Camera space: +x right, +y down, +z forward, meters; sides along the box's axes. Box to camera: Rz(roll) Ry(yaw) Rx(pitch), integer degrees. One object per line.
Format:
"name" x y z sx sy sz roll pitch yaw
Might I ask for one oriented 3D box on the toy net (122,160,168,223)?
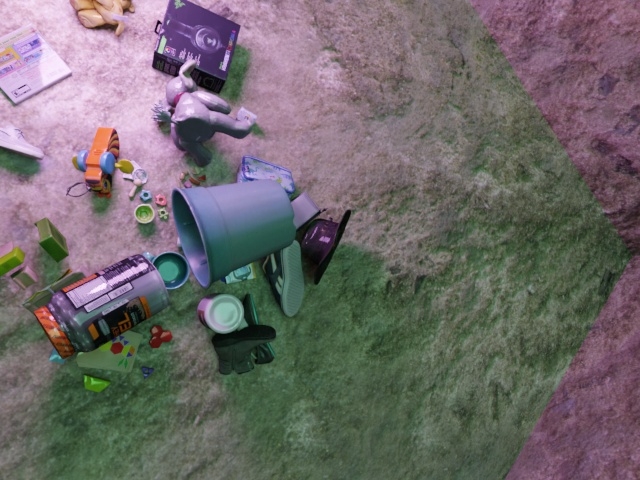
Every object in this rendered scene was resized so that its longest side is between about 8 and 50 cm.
"toy net" -0.623 -0.178 1.552 0.122 0.045 0.232 -17 92 -25

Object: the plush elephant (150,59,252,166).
"plush elephant" -0.457 -0.470 1.557 0.330 0.271 0.255 22 45 -46

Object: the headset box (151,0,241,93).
"headset box" -0.473 -0.734 1.633 0.283 0.131 0.246 17 77 -22

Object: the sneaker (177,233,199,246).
"sneaker" -0.473 -0.047 1.600 0.084 0.058 0.152 8 85 -18

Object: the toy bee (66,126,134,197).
"toy bee" -0.749 -0.228 1.462 0.195 0.162 0.298 23 59 10

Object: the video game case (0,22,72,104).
"video game case" -0.980 -0.584 1.440 0.212 0.023 0.193 -43 103 -22

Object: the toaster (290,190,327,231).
"toaster" -0.098 -0.100 1.722 0.185 0.168 0.110 -40 101 -22

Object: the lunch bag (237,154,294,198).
"lunch bag" -0.214 -0.239 1.691 0.218 0.090 0.176 18 36 -22

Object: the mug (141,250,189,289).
"mug" -0.539 0.095 1.535 0.129 0.097 0.158 -24 94 -25

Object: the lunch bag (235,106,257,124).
"lunch bag" -0.293 -0.485 1.718 0.071 0.083 0.053 26 74 -21

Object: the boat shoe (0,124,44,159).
"boat shoe" -0.990 -0.330 1.377 0.227 0.079 0.081 22 80 -18

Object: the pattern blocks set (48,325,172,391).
"pattern blocks set" -0.697 0.358 1.457 0.324 0.026 0.285 35 71 -26

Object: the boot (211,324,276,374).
"boot" -0.265 0.402 1.589 0.246 0.083 0.161 -10 111 7

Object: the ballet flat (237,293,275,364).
"ballet flat" -0.258 0.344 1.647 0.096 0.095 0.281 -21 94 -10

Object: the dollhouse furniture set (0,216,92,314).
"dollhouse furniture set" -0.864 0.116 1.398 0.197 0.151 0.302 -37 129 -17

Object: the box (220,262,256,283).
"box" -0.319 0.118 1.675 0.136 0.028 0.081 -10 89 -27

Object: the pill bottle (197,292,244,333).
"pill bottle" -0.360 0.250 1.529 0.131 0.229 0.131 3 84 -25

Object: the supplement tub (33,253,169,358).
"supplement tub" -0.665 0.201 1.347 0.338 0.207 0.207 -32 99 -34

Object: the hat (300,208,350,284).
"hat" 0.000 0.000 1.716 0.133 0.331 0.331 26 73 5

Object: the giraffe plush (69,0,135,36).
"giraffe plush" -0.736 -0.844 1.519 0.210 0.181 0.171 20 55 -11

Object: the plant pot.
"plant pot" -0.285 -0.052 1.482 0.334 0.341 0.341 -19 93 -28

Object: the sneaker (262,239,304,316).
"sneaker" -0.144 0.138 1.711 0.126 0.127 0.321 -26 123 -51

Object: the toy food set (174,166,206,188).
"toy food set" -0.484 -0.233 1.640 0.122 0.019 0.078 -18 93 -33
